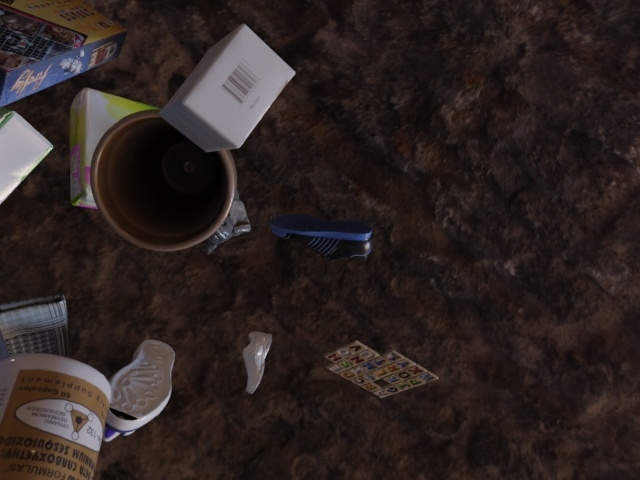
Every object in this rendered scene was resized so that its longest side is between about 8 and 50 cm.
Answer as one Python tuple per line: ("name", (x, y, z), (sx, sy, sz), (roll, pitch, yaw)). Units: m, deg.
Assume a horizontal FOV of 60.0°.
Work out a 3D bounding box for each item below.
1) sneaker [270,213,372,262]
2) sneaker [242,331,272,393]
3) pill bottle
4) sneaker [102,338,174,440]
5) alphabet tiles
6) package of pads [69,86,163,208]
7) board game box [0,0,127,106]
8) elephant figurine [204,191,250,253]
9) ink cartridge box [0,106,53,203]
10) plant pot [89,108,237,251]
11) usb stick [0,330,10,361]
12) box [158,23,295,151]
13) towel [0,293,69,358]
("sneaker", (0.000, 0.000, 1.246), (0.233, 0.081, 0.090), (7, -57, 9))
("sneaker", (-0.163, 0.292, 1.336), (0.061, 0.152, 0.053), (17, -28, -11))
("pill bottle", (-0.292, 0.239, 0.539), (0.131, 0.229, 0.131), (-2, -43, -2))
("sneaker", (-0.429, 0.384, 1.228), (0.130, 0.323, 0.236), (27, -77, -10))
("alphabet tiles", (0.133, 0.313, 1.354), (0.237, 0.009, 0.198), (33, -44, -24))
("package of pads", (-0.513, -0.219, 1.405), (0.101, 0.229, 0.296), (-21, -111, 43))
("board game box", (-0.342, -0.237, 0.603), (0.165, 0.243, 0.042), (31, -61, -7))
("elephant figurine", (-0.261, -0.049, 1.373), (0.169, 0.186, 0.239), (-53, -136, 39))
("ink cartridge box", (-0.569, -0.152, 0.918), (0.212, 0.154, 0.093), (25, -18, 35))
("plant pot", (-0.284, -0.134, 1.102), (0.263, 0.229, 0.262), (0, -73, 1))
("usb stick", (-0.548, 0.133, 0.875), (0.045, 0.077, 0.277), (-29, -102, 23))
("box", (-0.133, -0.200, 0.759), (0.091, 0.170, 0.130), (39, -100, -24))
("towel", (-0.718, 0.255, 1.203), (0.056, 0.324, 0.312), (56, -39, 31))
